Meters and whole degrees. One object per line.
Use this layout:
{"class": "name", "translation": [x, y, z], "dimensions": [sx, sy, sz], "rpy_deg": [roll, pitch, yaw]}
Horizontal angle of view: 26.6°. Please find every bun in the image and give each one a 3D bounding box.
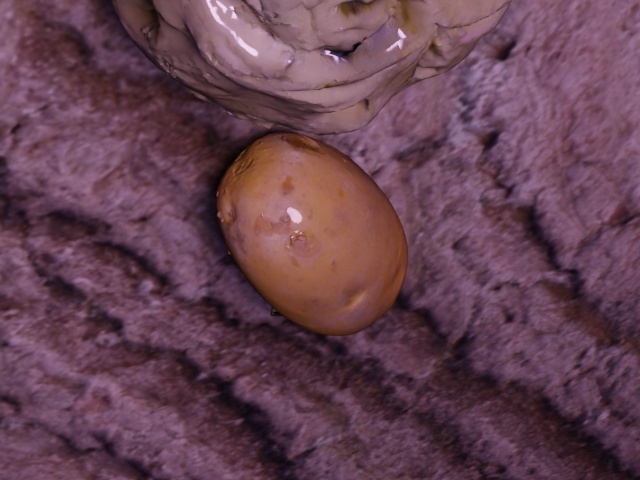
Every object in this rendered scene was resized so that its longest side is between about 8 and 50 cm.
{"class": "bun", "translation": [0.012, -0.216, 0.976], "dimensions": [0.326, 0.234, 0.362], "rpy_deg": [-20, 145, -11]}

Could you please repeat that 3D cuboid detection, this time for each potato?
{"class": "potato", "translation": [0.000, 0.000, 1.237], "dimensions": [0.150, 0.146, 0.234], "rpy_deg": [-50, 131, 2]}

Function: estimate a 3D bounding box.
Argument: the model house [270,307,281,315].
{"class": "model house", "translation": [-0.014, 0.060, 1.370], "dimensions": [0.058, 0.057, 0.083], "rpy_deg": [-40, 180, 12]}
